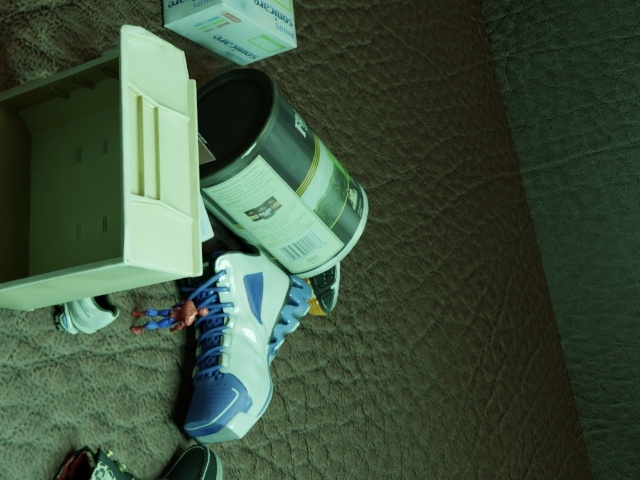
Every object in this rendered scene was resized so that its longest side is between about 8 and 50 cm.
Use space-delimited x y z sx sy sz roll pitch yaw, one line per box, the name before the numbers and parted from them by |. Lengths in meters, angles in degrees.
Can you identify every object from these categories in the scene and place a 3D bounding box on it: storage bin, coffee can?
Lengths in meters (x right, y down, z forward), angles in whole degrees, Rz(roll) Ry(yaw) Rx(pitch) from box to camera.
storage bin | -0.267 -0.070 0.941 0.123 0.262 0.261 20 62 -57
coffee can | -0.079 -0.094 1.339 0.275 0.201 0.202 46 42 -44

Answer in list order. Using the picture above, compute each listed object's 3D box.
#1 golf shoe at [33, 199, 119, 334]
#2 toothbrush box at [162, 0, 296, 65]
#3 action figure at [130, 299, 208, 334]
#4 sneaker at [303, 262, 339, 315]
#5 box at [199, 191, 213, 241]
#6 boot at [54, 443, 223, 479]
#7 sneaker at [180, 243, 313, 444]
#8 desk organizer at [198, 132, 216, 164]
golf shoe | -0.283 0.022 1.059 0.069 0.086 0.176 -18 93 -59
toothbrush box | -0.152 -0.458 1.437 0.206 0.122 0.283 16 67 -57
action figure | -0.194 0.099 1.150 0.030 0.115 0.038 35 50 -50
sneaker | 0.000 0.000 1.551 0.121 0.099 0.263 7 74 -64
box | -0.238 -0.075 1.155 0.114 0.103 0.203 -32 107 -59
boot | -0.216 0.298 1.068 0.179 0.085 0.236 59 35 -25
sneaker | -0.141 0.119 1.251 0.182 0.127 0.316 48 42 -24
desk organizer | -0.182 -0.155 1.124 0.130 0.050 0.047 53 37 -37
